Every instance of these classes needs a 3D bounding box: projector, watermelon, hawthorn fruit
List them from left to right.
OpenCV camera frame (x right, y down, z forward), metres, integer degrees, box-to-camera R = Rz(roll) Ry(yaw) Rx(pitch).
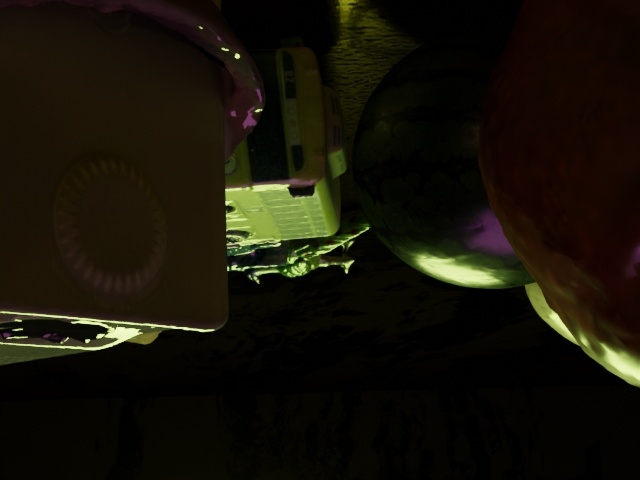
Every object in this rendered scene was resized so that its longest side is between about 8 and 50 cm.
[{"bbox_3d":[-0.148,-0.039,0.508,0.242,0.177,0.163,-13,165,38],"label":"projector"},{"bbox_3d":[0.077,-0.041,0.629,0.140,0.141,0.187,8,170,-39],"label":"watermelon"},{"bbox_3d":[0.191,-0.041,0.431,0.258,0.258,0.262,-11,-163,34],"label":"hawthorn fruit"}]

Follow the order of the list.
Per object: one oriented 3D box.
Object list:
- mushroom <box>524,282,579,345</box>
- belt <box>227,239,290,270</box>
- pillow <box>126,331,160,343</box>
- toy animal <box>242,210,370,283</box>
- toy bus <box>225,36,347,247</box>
[{"bbox_3d":[0.264,0.032,1.069,0.154,0.122,0.154,27,152,16],"label":"mushroom"},{"bbox_3d":[-0.133,-0.001,0.937,0.087,0.072,0.302,15,161,-42],"label":"belt"},{"bbox_3d":[-0.308,0.085,1.357,0.248,0.049,0.135,6,165,-16],"label":"pillow"},{"bbox_3d":[0.013,0.002,1.055,0.075,0.041,0.217,9,159,-37],"label":"toy animal"},{"bbox_3d":[-0.035,-0.052,0.683,0.101,0.088,0.175,-4,170,2],"label":"toy bus"}]
